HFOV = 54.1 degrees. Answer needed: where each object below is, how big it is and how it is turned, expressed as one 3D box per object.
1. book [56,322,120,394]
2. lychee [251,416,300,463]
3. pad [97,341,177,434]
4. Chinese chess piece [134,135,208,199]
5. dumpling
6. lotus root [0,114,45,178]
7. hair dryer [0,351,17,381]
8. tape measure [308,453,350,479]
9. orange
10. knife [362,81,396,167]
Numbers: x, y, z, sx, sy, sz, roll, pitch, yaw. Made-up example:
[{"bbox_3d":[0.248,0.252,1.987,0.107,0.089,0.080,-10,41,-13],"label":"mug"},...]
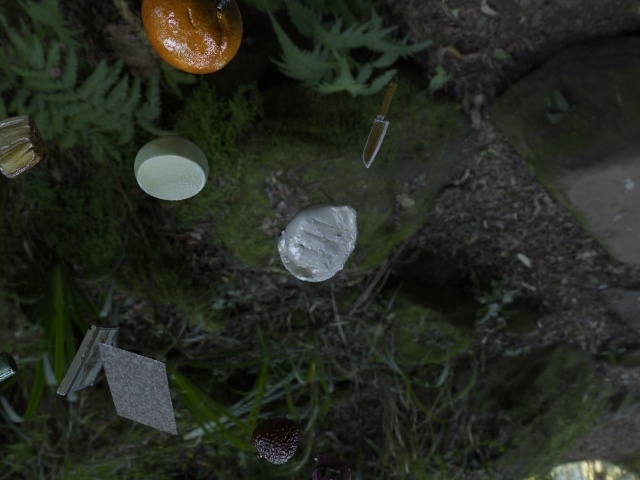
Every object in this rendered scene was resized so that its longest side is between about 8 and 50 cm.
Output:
[{"bbox_3d":[-0.517,0.265,1.421,0.026,0.157,0.231,23,170,-2],"label":"book"},{"bbox_3d":[-0.116,0.524,1.654,0.129,0.123,0.123,-46,-174,-39],"label":"lychee"},{"bbox_3d":[-0.380,0.314,1.313,0.158,0.003,0.235,14,128,16],"label":"pad"},{"bbox_3d":[-0.513,-0.248,2.163,0.250,0.101,0.250,-6,145,-5],"label":"Chinese chess piece"},{"bbox_3d":[-0.001,0.001,1.261,0.176,0.150,0.092,-27,-172,-1],"label":"dumpling"},{"bbox_3d":[-0.763,-0.232,1.584,0.135,0.159,0.095,-24,160,4],"label":"lotus root"},{"bbox_3d":[-0.621,0.204,1.172,0.071,0.150,0.047,-28,145,-12],"label":"hair dryer"},{"bbox_3d":[0.028,0.714,1.890,0.125,0.118,0.074,7,132,8],"label":"tape measure"},{"bbox_3d":[-0.270,-0.468,1.348,0.170,0.224,0.224,-23,154,37],"label":"orange"},{"bbox_3d":[0.162,-0.316,1.694,0.046,0.256,0.022,15,171,35],"label":"knife"}]
